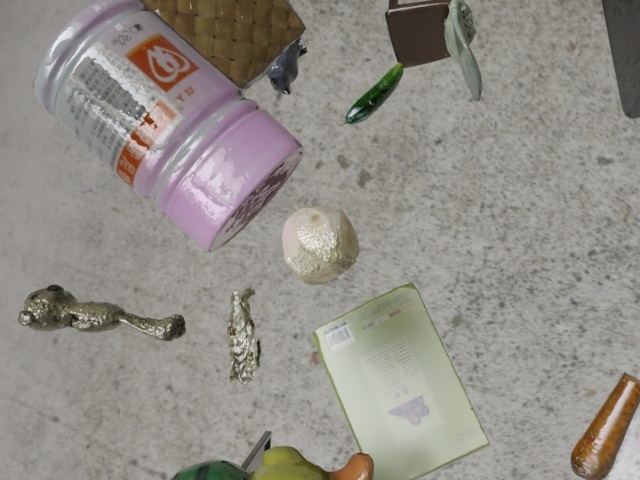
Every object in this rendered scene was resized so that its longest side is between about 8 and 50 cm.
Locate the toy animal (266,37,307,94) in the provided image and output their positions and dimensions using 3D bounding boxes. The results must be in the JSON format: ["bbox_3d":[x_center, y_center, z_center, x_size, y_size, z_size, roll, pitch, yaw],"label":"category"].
[{"bbox_3d":[-0.079,-0.450,1.869,0.117,0.121,0.210,-46,33,29],"label":"toy animal"}]

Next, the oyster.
[{"bbox_3d":[-0.173,0.205,1.557,0.106,0.061,0.200,-29,61,29],"label":"oyster"}]

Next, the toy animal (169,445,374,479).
[{"bbox_3d":[-0.086,0.419,1.106,0.338,0.191,0.216,-1,82,-1],"label":"toy animal"}]

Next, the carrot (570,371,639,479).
[{"bbox_3d":[0.400,0.260,1.031,0.055,0.055,0.161,33,106,36],"label":"carrot"}]

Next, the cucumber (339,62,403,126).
[{"bbox_3d":[0.099,-0.258,1.344,0.168,0.039,0.039,-46,54,-12],"label":"cucumber"}]

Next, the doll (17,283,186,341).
[{"bbox_3d":[-0.403,0.139,1.351,0.286,0.203,0.091,16,111,34],"label":"doll"}]

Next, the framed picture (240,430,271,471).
[{"bbox_3d":[-0.123,0.497,1.354,0.016,0.184,0.250,4,98,10],"label":"framed picture"}]

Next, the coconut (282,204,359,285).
[{"bbox_3d":[-0.002,0.002,1.767,0.194,0.194,0.194,-8,77,35],"label":"coconut"}]

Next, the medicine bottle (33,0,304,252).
[{"bbox_3d":[-0.200,-0.155,1.004,0.316,0.202,0.202,41,108,3],"label":"medicine bottle"}]

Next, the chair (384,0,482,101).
[{"bbox_3d":[0.241,-0.435,1.585,0.186,0.160,0.319,-6,51,15],"label":"chair"}]

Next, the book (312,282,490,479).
[{"bbox_3d":[0.148,0.284,1.461,0.239,0.035,0.352,-26,68,7],"label":"book"}]

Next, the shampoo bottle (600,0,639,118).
[{"bbox_3d":[0.282,-0.230,0.617,0.079,0.080,0.246,-4,100,63],"label":"shampoo bottle"}]

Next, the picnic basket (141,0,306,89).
[{"bbox_3d":[-0.237,-0.445,1.465,0.293,0.337,0.337,-44,55,-9],"label":"picnic basket"}]
